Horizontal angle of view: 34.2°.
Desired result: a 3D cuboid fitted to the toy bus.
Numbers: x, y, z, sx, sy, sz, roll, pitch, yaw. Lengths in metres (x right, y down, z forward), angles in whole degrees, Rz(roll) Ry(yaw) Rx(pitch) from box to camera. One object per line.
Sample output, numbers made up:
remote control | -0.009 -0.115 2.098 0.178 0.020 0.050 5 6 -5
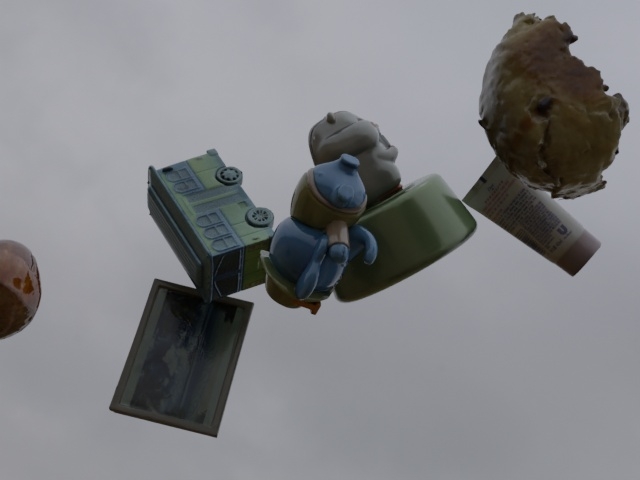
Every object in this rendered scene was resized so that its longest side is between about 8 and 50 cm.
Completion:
toy bus | -0.228 -0.037 2.185 0.312 0.190 0.152 53 -30 36

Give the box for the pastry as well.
pastry | 0.309 -0.176 1.487 0.170 0.256 0.237 -22 -25 -5

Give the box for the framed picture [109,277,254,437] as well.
framed picture | -0.289 0.244 2.207 0.232 0.315 0.024 13 -28 1

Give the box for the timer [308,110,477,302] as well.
timer | 0.088 -0.089 1.878 0.291 0.291 0.315 -24 -85 53

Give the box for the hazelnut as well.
hazelnut | -0.467 0.064 1.459 0.150 0.150 0.150 19 -31 12

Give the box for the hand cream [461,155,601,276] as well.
hand cream | 0.383 -0.039 1.884 0.248 0.083 0.133 41 -53 5

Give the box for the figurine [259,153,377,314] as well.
figurine | -0.003 -0.002 1.685 0.154 0.180 0.262 2 -47 -39
